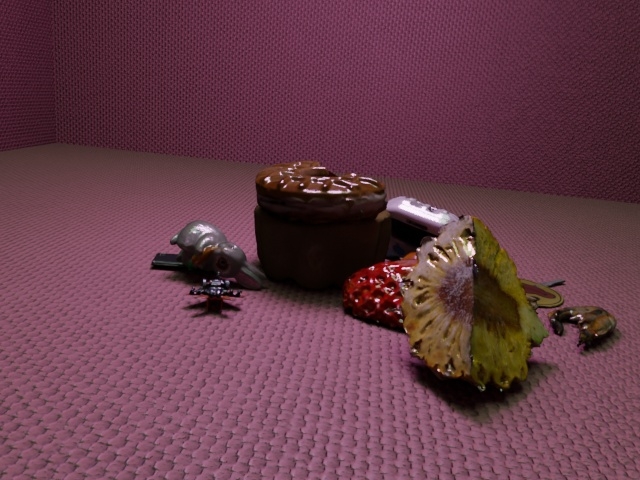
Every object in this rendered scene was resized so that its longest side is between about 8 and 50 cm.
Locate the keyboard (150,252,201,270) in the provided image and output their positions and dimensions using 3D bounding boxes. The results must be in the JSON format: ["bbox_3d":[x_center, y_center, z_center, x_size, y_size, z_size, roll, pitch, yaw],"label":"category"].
[{"bbox_3d":[-0.334,0.060,1.510,0.230,0.025,0.094,4,17,-3],"label":"keyboard"}]

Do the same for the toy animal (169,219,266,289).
[{"bbox_3d":[-0.248,0.037,1.405,0.251,0.127,0.125,21,-2,18],"label":"toy animal"}]

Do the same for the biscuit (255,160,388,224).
[{"bbox_3d":[-0.023,-0.123,1.424,0.268,0.115,0.366,-13,21,-33],"label":"biscuit"}]

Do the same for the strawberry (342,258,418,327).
[{"bbox_3d":[0.221,0.105,1.306,0.336,0.149,0.265,4,17,0],"label":"strawberry"}]

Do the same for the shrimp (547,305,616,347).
[{"bbox_3d":[0.600,0.186,1.309,0.145,0.059,0.254,16,18,42],"label":"shrimp"}]

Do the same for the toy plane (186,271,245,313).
[{"bbox_3d":[-0.240,0.110,1.292,0.130,0.061,0.189,2,16,-8],"label":"toy plane"}]

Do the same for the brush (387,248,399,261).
[{"bbox_3d":[0.224,0.053,1.743,0.062,0.016,0.193,3,15,-8],"label":"brush"}]

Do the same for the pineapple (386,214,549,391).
[{"bbox_3d":[0.296,0.164,1.114,0.286,0.344,0.209,30,-35,-35],"label":"pineapple"}]

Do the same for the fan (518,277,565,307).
[{"bbox_3d":[0.588,0.137,1.574,0.335,0.011,0.229,-7,19,-33],"label":"fan"}]

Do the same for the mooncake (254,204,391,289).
[{"bbox_3d":[0.000,0.000,1.548,0.378,0.201,0.378,1,17,0],"label":"mooncake"}]

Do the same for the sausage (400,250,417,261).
[{"bbox_3d":[0.331,0.086,1.525,0.238,0.098,0.098,13,17,23],"label":"sausage"}]

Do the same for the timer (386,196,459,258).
[{"bbox_3d":[0.300,-0.014,1.603,0.262,0.237,0.087,24,60,27],"label":"timer"}]

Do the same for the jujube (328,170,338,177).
[{"bbox_3d":[-0.018,-0.150,2.080,0.223,0.223,0.318,7,23,8],"label":"jujube"}]
